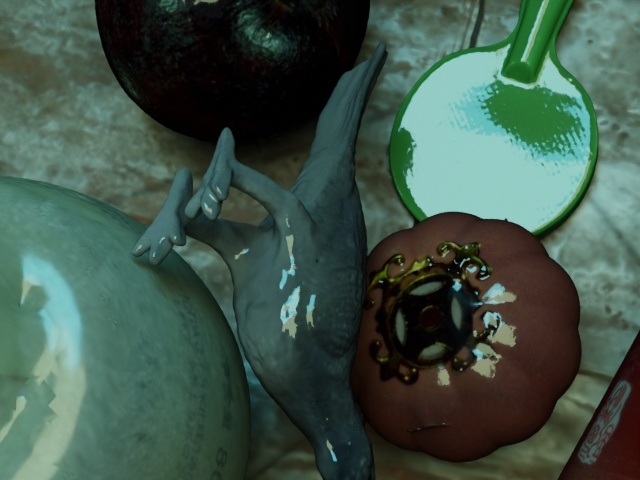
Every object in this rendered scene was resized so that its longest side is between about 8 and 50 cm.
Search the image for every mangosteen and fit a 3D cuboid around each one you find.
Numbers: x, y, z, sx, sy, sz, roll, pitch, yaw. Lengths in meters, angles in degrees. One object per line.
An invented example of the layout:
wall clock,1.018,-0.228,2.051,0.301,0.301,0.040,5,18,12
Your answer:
mangosteen,-0.076,-0.176,1.096,0.216,0.216,0.216,-2,73,6

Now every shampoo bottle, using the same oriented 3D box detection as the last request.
shampoo bottle,-0.210,0.118,0.947,0.322,0.317,0.323,-2,73,5

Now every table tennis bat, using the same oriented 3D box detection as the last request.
table tennis bat,0.151,-0.115,1.130,0.160,0.039,0.257,20,81,12

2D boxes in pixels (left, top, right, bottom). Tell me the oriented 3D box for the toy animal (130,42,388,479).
toy animal,-0.023,0.005,0.922,0.081,0.205,0.367,-22,59,36

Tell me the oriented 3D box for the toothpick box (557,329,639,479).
toothpick box,0.316,0.069,0.935,0.204,0.204,0.333,27,89,13

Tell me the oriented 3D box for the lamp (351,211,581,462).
lamp,0.100,0.070,1.031,0.182,0.140,0.182,-9,66,22
